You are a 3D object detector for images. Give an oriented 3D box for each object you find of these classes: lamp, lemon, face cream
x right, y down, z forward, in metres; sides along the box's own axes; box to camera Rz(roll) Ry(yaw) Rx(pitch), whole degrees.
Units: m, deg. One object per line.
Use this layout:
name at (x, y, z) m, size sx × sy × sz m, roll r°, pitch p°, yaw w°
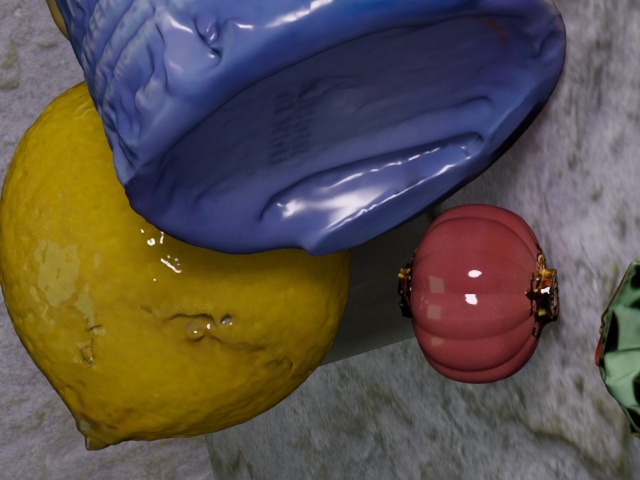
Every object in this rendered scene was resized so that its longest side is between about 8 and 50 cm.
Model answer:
lamp at (0.093, 0.031, 0.930) m, size 0.107 × 0.092 × 0.108 m, roll 2°, pitch -90°, yaw -71°
lemon at (-0.098, -0.001, 1.023) m, size 0.228 × 0.228 × 0.254 m, roll 116°, pitch 141°, yaw -72°
face cream at (-0.016, -0.141, 0.851) m, size 0.249 × 0.249 × 0.225 m, roll 97°, pitch 153°, yaw -61°

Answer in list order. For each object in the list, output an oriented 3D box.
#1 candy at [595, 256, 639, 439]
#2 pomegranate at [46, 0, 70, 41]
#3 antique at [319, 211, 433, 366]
candy at (0.195, 0.054, 0.562) m, size 0.305 × 0.083 × 0.091 m, roll -171°, pitch 69°, yaw -69°
pomegranate at (-0.124, -0.235, 1.344) m, size 0.233 × 0.233 × 0.233 m, roll 165°, pitch 90°, yaw -79°
antique at (0.000, 0.000, 1.201) m, size 0.147 × 0.148 × 0.152 m, roll 94°, pitch 156°, yaw -63°
